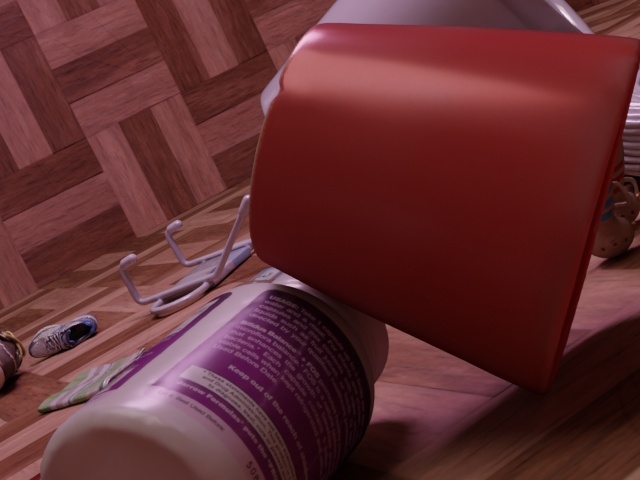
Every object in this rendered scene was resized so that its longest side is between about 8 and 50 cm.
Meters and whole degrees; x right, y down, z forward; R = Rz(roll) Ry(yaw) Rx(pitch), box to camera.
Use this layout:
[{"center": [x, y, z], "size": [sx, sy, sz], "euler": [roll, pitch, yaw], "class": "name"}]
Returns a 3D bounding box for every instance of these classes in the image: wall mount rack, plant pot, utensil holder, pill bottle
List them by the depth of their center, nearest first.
[{"center": [0.092, -0.045, 0.893], "size": [0.243, 0.275, 0.275], "euler": [16, 22, 13], "class": "plant pot"}, {"center": [-0.059, 0.133, 0.893], "size": [0.169, 0.169, 0.301], "euler": [-20, 11, 32], "class": "pill bottle"}, {"center": [0.148, -0.246, 1.668], "size": [0.385, 0.327, 0.327], "euler": [-46, 2, 19], "class": "utensil holder"}, {"center": [-0.186, -0.001, 2.109], "size": [0.304, 0.131, 0.350], "euler": [-22, 11, 24], "class": "wall mount rack"}]

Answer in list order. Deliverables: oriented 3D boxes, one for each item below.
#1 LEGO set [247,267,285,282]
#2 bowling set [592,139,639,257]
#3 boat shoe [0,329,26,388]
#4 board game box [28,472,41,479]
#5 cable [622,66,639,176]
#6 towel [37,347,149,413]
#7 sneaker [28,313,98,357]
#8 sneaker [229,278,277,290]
[{"center": [0.000, 0.000, 1.837], "size": [0.182, 0.060, 0.244], "euler": [-15, 13, 34], "class": "LEGO set"}, {"center": [0.299, -0.048, 1.134], "size": [0.287, 0.154, 0.200], "euler": [-24, 28, 4], "class": "bowling set"}, {"center": [-0.586, 0.204, 2.102], "size": [0.096, 0.117, 0.324], "euler": [-33, 6, -24], "class": "boat shoe"}, {"center": [-0.208, 0.236, 1.164], "size": [0.145, 0.027, 0.281], "euler": [-34, 12, -35], "class": "board game box"}, {"center": [0.434, -0.165, 1.343], "size": [0.257, 0.089, 0.257], "euler": [-30, 24, -14], "class": "cable"}, {"center": [-0.325, 0.201, 1.685], "size": [0.152, 0.023, 0.113], "euler": [-20, 10, 34], "class": "towel"}, {"center": [-0.469, 0.175, 2.139], "size": [0.135, 0.052, 0.058], "euler": [-28, 13, -9], "class": "sneaker"}, {"center": [-0.077, 0.088, 1.513], "size": [0.188, 0.066, 0.071], "euler": [-21, 11, 29], "class": "sneaker"}]
